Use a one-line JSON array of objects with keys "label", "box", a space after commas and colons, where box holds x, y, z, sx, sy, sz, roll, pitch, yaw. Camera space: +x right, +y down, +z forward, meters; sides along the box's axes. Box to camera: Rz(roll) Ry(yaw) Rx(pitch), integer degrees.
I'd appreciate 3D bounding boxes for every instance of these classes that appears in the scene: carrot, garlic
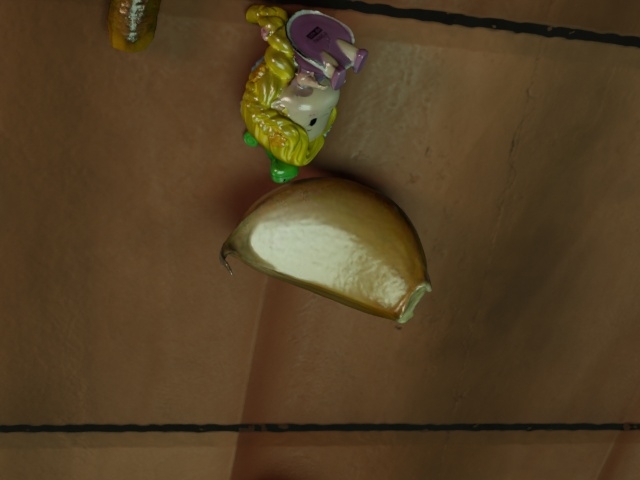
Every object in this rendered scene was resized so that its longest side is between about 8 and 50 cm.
[{"label": "carrot", "box": [-0.141, -0.233, 0.892, 0.042, 0.042, 0.170, 4, 122, -19]}, {"label": "garlic", "box": [-0.003, 0.006, 1.062, 0.207, 0.128, 0.115, 13, 161, -17]}]

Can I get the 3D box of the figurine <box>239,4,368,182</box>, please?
[{"label": "figurine", "box": [-0.035, -0.132, 0.980, 0.095, 0.115, 0.156, -32, 157, -35]}]
